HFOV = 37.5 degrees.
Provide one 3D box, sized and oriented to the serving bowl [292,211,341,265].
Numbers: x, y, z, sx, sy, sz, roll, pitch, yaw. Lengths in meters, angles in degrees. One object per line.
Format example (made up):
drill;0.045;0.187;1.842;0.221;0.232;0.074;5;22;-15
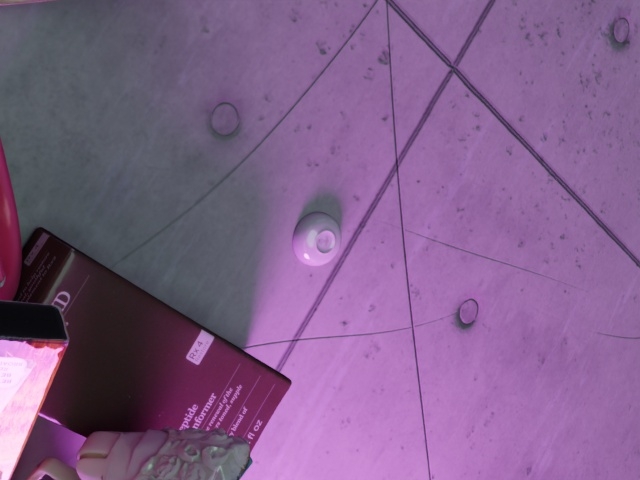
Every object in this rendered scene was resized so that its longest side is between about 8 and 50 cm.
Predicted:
serving bowl;0.000;0.000;1.407;0.083;0.027;0.083;-8;105;-33

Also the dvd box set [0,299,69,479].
dvd box set;-0.475;0.229;0.982;0.307;0.062;0.420;9;123;-35

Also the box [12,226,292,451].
box;-0.238;0.164;1.208;0.381;0.143;0.191;36;81;-34

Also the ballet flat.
ballet flat;-0.265;0.300;1.103;0.147;0.408;0.147;38;34;-32

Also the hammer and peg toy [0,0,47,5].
hammer and peg toy;-0.219;-0.400;1.054;0.361;0.127;0.266;-10;107;-20

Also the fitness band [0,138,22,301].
fitness band;-0.370;-0.060;1.013;0.054;0.209;0.291;-7;117;-8
